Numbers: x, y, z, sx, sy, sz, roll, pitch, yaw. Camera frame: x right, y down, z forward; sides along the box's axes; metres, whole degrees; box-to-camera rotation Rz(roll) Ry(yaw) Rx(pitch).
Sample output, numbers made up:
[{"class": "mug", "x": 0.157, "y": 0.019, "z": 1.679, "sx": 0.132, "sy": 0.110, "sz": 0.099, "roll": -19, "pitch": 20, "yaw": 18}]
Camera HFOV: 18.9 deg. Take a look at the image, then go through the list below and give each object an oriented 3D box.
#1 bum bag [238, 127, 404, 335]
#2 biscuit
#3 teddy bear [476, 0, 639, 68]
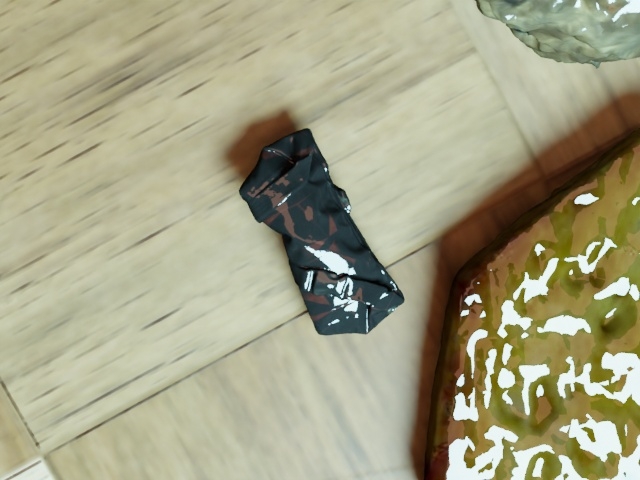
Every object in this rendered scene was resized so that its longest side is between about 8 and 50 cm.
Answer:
[{"class": "bum bag", "x": 0.000, "y": 0.000, "z": 1.095, "sx": 0.058, "sy": 0.034, "sz": 0.124, "roll": -30, "pitch": 99, "yaw": -10}, {"class": "biscuit", "x": 0.231, "y": 0.104, "z": 1.123, "sx": 0.359, "sy": 0.046, "sz": 0.359, "roll": -1, "pitch": 96, "yaw": -6}, {"class": "teddy bear", "x": 0.063, "y": -0.200, "z": 0.991, "sx": 0.296, "sy": 0.246, "sz": 0.222, "roll": 1, "pitch": 63, "yaw": -39}]
